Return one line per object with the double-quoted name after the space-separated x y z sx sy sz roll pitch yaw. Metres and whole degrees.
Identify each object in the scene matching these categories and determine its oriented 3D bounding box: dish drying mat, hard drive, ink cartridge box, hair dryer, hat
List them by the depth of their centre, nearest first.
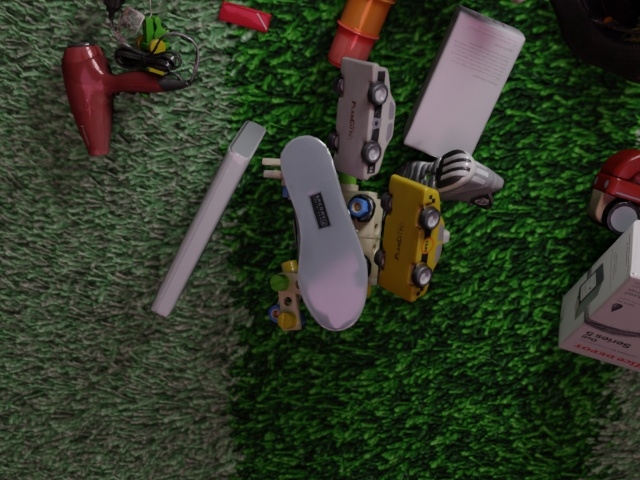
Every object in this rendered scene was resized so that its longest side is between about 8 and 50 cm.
0.479 -0.403 1.305 0.134 0.331 0.331 -38 107 -22 "hat"
-0.334 -0.258 1.438 0.223 0.080 0.293 46 125 18 "hair dryer"
-0.125 -0.369 1.457 0.083 0.008 0.032 15 112 -2 "dish drying mat"
0.542 0.106 1.457 0.198 0.115 0.273 17 148 -2 "ink cartridge box"
-0.187 -0.040 1.482 0.040 0.203 0.307 27 110 -6 "hard drive"

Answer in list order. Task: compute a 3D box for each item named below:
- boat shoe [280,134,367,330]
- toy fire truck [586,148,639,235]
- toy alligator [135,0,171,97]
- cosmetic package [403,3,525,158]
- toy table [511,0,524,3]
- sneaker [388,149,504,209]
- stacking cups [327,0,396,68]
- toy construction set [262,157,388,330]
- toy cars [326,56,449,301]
0.003 -0.010 1.395 0.113 0.105 0.306 -18 85 4 "boat shoe"
0.583 -0.108 1.440 0.217 0.158 0.246 18 99 -2 "toy fire truck"
-0.272 -0.330 1.464 0.051 0.056 0.190 -9 115 -38 "toy alligator"
0.229 -0.250 1.437 0.117 0.085 0.231 22 113 -5 "cosmetic package"
0.230 -0.471 1.253 0.252 0.161 0.274 -40 135 1 "toy table"
0.215 -0.080 1.458 0.132 0.228 0.086 20 78 -24 "sneaker"
0.099 -0.419 1.388 0.096 0.096 0.316 20 116 -3 "stacking cups"
0.000 0.000 1.526 0.215 0.151 0.328 4 105 29 "toy construction set"
0.114 -0.103 1.390 0.176 0.087 0.394 -35 71 50 "toy cars"
